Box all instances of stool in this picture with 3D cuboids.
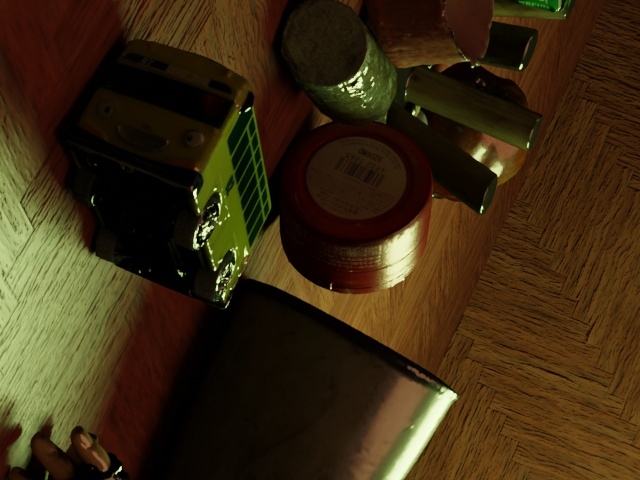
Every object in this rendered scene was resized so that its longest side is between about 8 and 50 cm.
[{"bbox_3d":[0.183,-0.223,2.150,0.310,0.226,0.310,-47,155,-54],"label":"stool"}]

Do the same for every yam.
[{"bbox_3d":[0.020,-0.200,1.787,0.194,0.107,0.107,39,73,-75],"label":"yam"}]

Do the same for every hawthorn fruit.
[{"bbox_3d":[0.214,-0.149,2.499,0.248,0.208,0.208,-59,174,31],"label":"hawthorn fruit"}]

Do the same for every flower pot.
[{"bbox_3d":[-0.039,0.251,1.919,0.330,0.293,0.293,-60,166,-3],"label":"flower pot"}]

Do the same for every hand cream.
[{"bbox_3d":[0.042,-0.043,1.945,0.125,0.193,0.193,92,23,-59],"label":"hand cream"}]

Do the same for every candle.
[{"bbox_3d":[0.102,-0.358,1.748,0.287,0.131,0.317,43,48,-60],"label":"candle"}]

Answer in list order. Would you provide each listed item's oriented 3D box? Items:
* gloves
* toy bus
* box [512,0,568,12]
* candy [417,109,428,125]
[{"bbox_3d":[-0.240,0.264,1.493,0.164,0.124,0.203,-82,-168,-57],"label":"gloves"},{"bbox_3d":[-0.125,-0.058,1.389,0.262,0.128,0.150,84,30,-66],"label":"toy bus"},{"bbox_3d":[0.219,-0.394,1.974,0.180,0.250,0.103,-57,155,-34],"label":"box"},{"bbox_3d":[0.107,-0.102,2.365,0.174,0.071,0.138,-56,162,-49],"label":"candy"}]
